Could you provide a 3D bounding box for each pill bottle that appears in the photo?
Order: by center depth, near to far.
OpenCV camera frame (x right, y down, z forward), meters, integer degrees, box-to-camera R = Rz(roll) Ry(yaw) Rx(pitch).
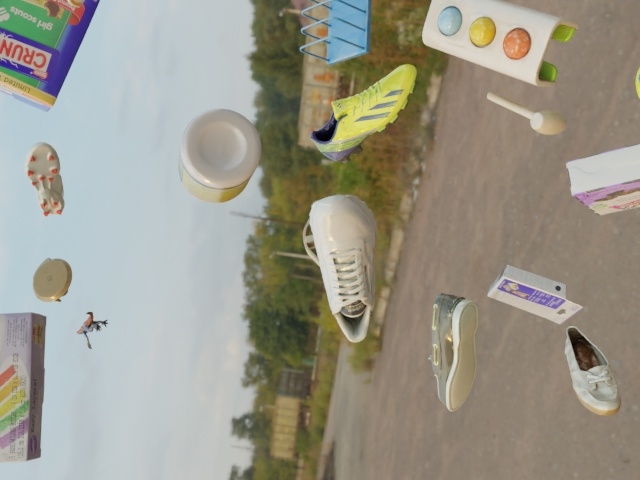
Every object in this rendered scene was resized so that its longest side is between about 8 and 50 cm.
[{"bbox_3d":[-0.258,-0.195,1.874,0.334,0.188,0.187,148,130,-76],"label":"pill bottle"}]

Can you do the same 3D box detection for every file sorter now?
[{"bbox_3d":[0.028,-0.472,1.568,0.118,0.105,0.170,-5,80,47],"label":"file sorter"}]

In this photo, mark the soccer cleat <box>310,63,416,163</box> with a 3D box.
[{"bbox_3d":[0.091,-0.286,1.653,0.289,0.121,0.093,-43,25,32],"label":"soccer cleat"}]

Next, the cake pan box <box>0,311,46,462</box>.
[{"bbox_3d":[-0.611,0.261,1.308,0.070,0.246,0.266,75,-166,-79],"label":"cake pan box"}]

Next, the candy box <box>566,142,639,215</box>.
[{"bbox_3d":[0.574,-0.113,1.415,0.196,0.165,0.070,17,-116,-55],"label":"candy box"}]

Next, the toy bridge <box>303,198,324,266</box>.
[{"bbox_3d":[0.000,0.000,1.449,0.026,0.063,0.188,73,-173,-51],"label":"toy bridge"}]

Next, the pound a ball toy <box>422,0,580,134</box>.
[{"bbox_3d":[0.342,-0.353,1.457,0.136,0.319,0.208,-7,-58,-46],"label":"pound a ball toy"}]

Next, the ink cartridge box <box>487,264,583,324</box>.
[{"bbox_3d":[0.550,0.141,1.934,0.206,0.208,0.045,88,-155,-72],"label":"ink cartridge box"}]

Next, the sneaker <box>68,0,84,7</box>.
[{"bbox_3d":[-0.547,-0.502,1.301,0.126,0.321,0.127,-90,19,-74],"label":"sneaker"}]

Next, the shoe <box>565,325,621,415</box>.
[{"bbox_3d":[0.518,0.249,1.461,0.219,0.077,0.058,-93,-13,-59],"label":"shoe"}]

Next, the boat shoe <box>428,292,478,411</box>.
[{"bbox_3d":[0.313,0.267,1.808,0.109,0.091,0.304,-24,-57,-40],"label":"boat shoe"}]

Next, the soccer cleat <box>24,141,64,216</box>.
[{"bbox_3d":[-0.554,-0.132,1.521,0.196,0.068,0.076,101,160,-49],"label":"soccer cleat"}]

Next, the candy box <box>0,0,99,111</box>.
[{"bbox_3d":[-0.694,-0.500,1.751,0.122,0.268,0.317,4,72,65],"label":"candy box"}]

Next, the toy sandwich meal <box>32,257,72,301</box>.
[{"bbox_3d":[-0.454,0.069,1.285,0.029,0.086,0.085,49,-135,-63],"label":"toy sandwich meal"}]

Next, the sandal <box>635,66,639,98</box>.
[{"bbox_3d":[0.649,-0.206,1.174,0.126,0.317,0.138,-52,-11,-35],"label":"sandal"}]

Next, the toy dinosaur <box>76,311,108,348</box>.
[{"bbox_3d":[-0.471,0.172,1.534,0.047,0.082,0.090,-56,-47,-50],"label":"toy dinosaur"}]

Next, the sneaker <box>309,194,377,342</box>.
[{"bbox_3d":[0.039,0.038,1.025,0.235,0.090,0.094,74,-169,-45],"label":"sneaker"}]
